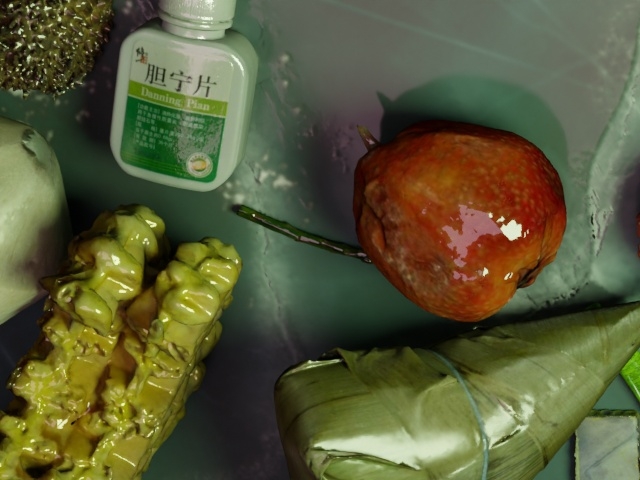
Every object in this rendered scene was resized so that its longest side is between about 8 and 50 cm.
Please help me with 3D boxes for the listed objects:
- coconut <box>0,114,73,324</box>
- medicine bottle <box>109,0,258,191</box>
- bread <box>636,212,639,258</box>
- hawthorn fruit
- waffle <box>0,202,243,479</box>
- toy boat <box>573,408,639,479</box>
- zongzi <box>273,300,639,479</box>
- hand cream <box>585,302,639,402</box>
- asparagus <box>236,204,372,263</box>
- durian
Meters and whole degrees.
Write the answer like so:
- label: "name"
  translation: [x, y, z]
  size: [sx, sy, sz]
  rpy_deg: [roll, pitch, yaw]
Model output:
- label: "coconut"
  translation: [-0.318, -0.021, 1.218]
  size: [0.222, 0.202, 0.202]
  rpy_deg: [-33, 102, 26]
- label: "medicine bottle"
  translation: [-0.117, -0.141, 1.202]
  size: [0.119, 0.069, 0.183]
  rpy_deg: [14, 112, 8]
- label: "bread"
  translation: [0.346, -0.012, 1.158]
  size: [0.160, 0.073, 0.160]
  rpy_deg: [5, 115, 11]
- label: "hawthorn fruit"
  translation: [0.117, -0.021, 1.164]
  size: [0.179, 0.173, 0.173]
  rpy_deg: [17, 116, 33]
- label: "waffle"
  translation: [-0.191, 0.122, 1.208]
  size: [0.151, 0.261, 0.324]
  rpy_deg: [30, 101, 0]
- label: "toy boat"
  translation: [0.271, 0.213, 1.292]
  size: [0.063, 0.016, 0.115]
  rpy_deg: [-1, 110, 12]
- label: "zongzi"
  translation: [0.145, 0.198, 1.253]
  size: [0.360, 0.160, 0.323]
  rpy_deg: [-20, 140, -13]
- label: "hand cream"
  translation: [0.279, 0.109, 1.245]
  size: [0.036, 0.023, 0.122]
  rpy_deg: [-37, 102, 10]
- label: "asparagus"
  translation: [0.000, 0.000, 1.262]
  size: [0.162, 0.016, 0.016]
  rpy_deg: [19, 95, 4]
- label: "durian"
  translation: [-0.264, -0.207, 1.193]
  size: [0.148, 0.091, 0.188]
  rpy_deg: [-8, 107, 14]
